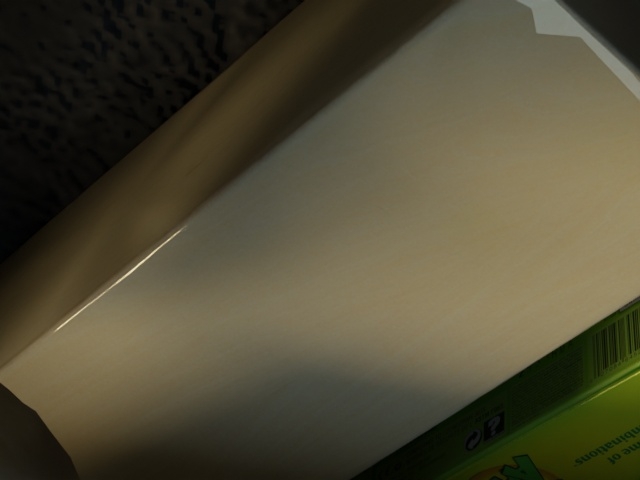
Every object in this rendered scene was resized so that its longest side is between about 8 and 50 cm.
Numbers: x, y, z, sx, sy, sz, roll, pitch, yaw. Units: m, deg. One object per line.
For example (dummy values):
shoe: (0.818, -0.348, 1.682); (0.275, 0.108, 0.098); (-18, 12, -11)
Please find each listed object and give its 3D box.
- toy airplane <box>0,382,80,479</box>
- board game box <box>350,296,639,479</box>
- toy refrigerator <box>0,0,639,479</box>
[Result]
toy airplane: (-0.267, -0.030, 0.454); (0.384, 0.386, 0.272); (-18, 170, 12)
board game box: (0.054, 0.054, 0.612); (0.043, 0.092, 0.181); (36, 128, -26)
toy refrigerator: (0.000, 0.000, 0.567); (0.102, 0.094, 0.269); (38, 126, -20)
